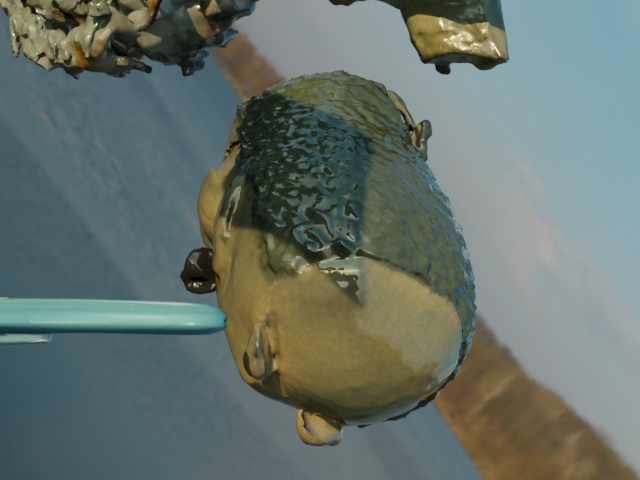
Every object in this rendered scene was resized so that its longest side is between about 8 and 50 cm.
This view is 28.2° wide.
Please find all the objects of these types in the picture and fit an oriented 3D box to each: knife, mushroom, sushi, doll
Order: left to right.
[{"bbox_3d":[-0.173,0.055,0.859,0.064,0.222,0.031,173,-82,-76],"label":"knife"},{"bbox_3d":[-0.156,-0.336,1.173,0.176,0.417,0.417,15,28,-35],"label":"sushi"},{"bbox_3d":[0.000,0.000,1.086,0.349,0.247,0.247,-95,159,-43],"label":"doll"},{"bbox_3d":[0.124,-0.343,1.355,0.217,0.292,0.212,16,-14,-10],"label":"mushroom"}]
